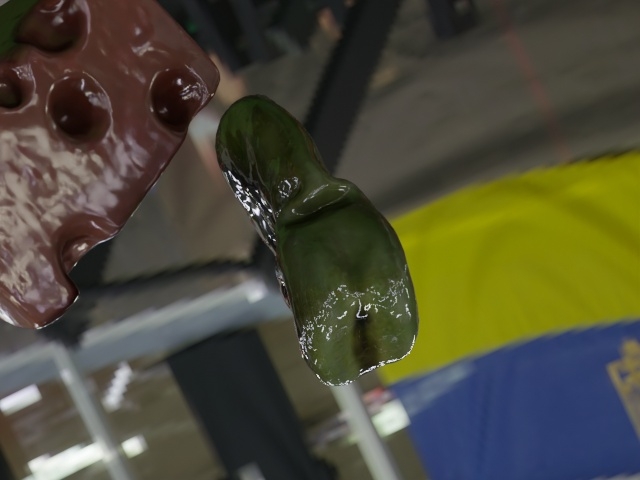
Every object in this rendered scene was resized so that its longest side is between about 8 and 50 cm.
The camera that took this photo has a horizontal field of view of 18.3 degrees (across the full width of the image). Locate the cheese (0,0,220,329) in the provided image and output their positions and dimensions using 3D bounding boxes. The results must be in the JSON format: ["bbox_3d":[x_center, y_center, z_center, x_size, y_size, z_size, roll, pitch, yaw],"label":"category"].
[{"bbox_3d":[-0.175,-0.037,1.144,0.203,0.128,0.177,-28,-148,25],"label":"cheese"}]

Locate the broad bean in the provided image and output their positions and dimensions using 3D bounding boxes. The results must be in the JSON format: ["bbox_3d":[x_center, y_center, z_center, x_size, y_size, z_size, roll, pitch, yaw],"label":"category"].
[{"bbox_3d":[-0.003,0.001,1.181,0.072,0.153,0.206,-17,-141,-9],"label":"broad bean"}]
